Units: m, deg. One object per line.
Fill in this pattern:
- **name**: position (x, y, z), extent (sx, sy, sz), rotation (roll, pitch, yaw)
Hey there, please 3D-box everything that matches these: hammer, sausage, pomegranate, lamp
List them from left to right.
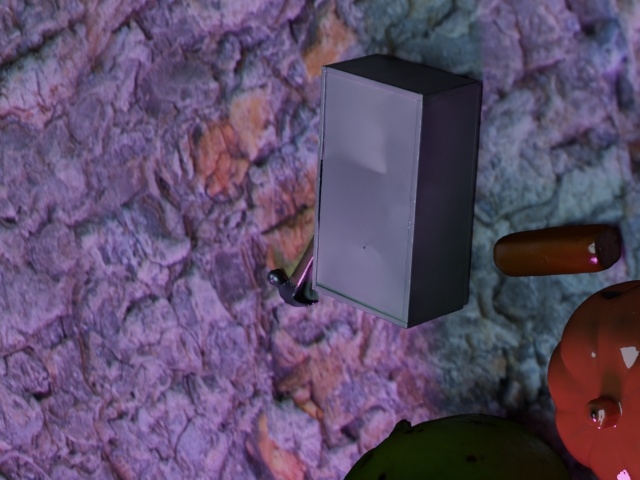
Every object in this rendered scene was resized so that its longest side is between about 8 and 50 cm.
- **hammer**: position (0.000, 0.000, 1.845), extent (0.062, 0.017, 0.182), rotation (49, 132, 23)
- **pomegranate**: position (0.143, 0.301, 1.659), extent (0.236, 0.236, 0.302), rotation (-33, 91, 47)
- **sausage**: position (0.206, 0.010, 1.611), extent (0.131, 0.041, 0.039), rotation (-7, 119, 48)
- **lamp**: position (0.273, 0.122, 1.487), extent (0.187, 0.163, 0.188), rotation (19, 116, 45)

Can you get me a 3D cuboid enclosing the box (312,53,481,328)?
- **box**: position (0.069, -0.049, 1.704), extent (0.129, 0.086, 0.225), rotation (22, 118, 42)
